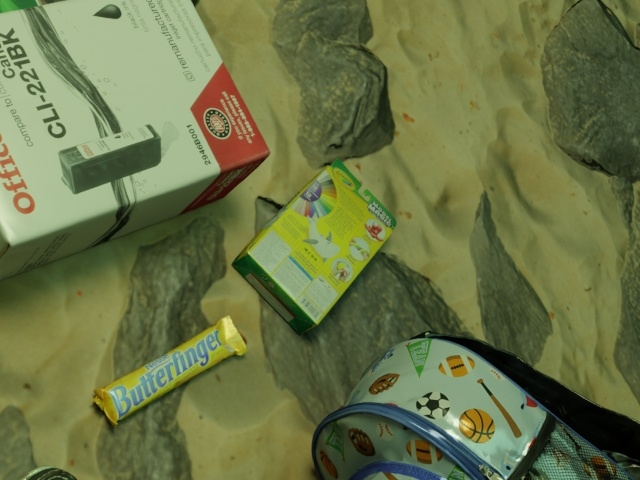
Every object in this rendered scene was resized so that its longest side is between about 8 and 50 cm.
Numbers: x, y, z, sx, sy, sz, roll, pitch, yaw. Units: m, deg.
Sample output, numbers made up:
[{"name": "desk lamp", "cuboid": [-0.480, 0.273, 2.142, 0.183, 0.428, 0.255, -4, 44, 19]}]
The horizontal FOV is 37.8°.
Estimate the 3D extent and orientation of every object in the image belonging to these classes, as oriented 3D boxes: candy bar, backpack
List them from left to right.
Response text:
[{"name": "candy bar", "cuboid": [-0.136, 0.119, 0.852, 0.161, 0.018, 0.040, -27, 85, -39]}, {"name": "backpack", "cuboid": [0.117, 0.224, 0.835, 0.263, 0.276, 0.213, 46, 50, 9]}]

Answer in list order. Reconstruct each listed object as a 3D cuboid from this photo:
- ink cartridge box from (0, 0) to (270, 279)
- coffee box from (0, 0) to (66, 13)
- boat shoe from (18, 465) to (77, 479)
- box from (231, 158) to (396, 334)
[{"name": "ink cartridge box", "cuboid": [-0.214, -0.103, 0.839, 0.273, 0.114, 0.197, -25, 84, -37]}, {"name": "coffee box", "cuboid": [-0.327, -0.236, 0.872, 0.184, 0.040, 0.113, -19, 80, -37]}, {"name": "boat shoe", "cuboid": [-0.227, 0.273, 0.689, 0.081, 0.069, 0.227, 29, 56, -20]}, {"name": "box", "cuboid": [0.000, 0.000, 0.979, 0.105, 0.043, 0.179, 47, 54, -6]}]
